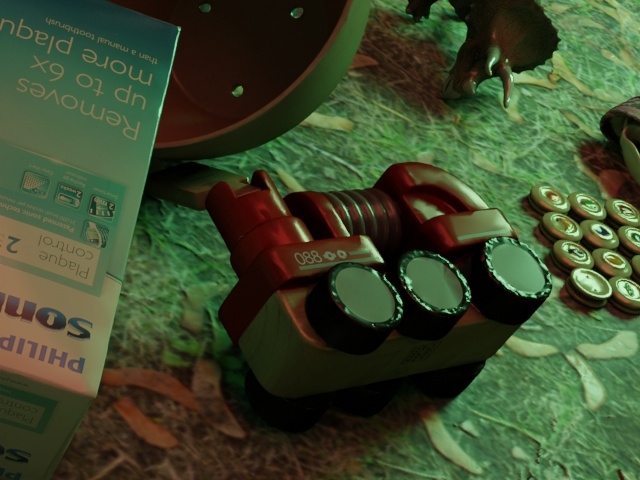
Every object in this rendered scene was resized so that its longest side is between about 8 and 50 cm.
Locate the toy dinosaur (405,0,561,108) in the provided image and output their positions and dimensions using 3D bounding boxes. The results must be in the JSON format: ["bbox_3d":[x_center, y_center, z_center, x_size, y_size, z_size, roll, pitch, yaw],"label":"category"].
[{"bbox_3d":[0.165,-0.269,1.676,0.121,0.313,0.160,12,-3,-38],"label":"toy dinosaur"}]

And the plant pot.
[{"bbox_3d":[-0.083,-0.179,1.378,0.284,0.284,0.191,41,0,20],"label":"plant pot"}]

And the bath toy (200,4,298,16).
[{"bbox_3d":[-0.167,-0.293,1.554,0.348,0.129,0.151,28,32,3],"label":"bath toy"}]

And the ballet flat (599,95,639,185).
[{"bbox_3d":[0.324,-0.049,1.619,0.079,0.077,0.221,-22,49,-26],"label":"ballet flat"}]

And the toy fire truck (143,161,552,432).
[{"bbox_3d":[0.000,0.000,1.283,0.217,0.158,0.246,-8,57,-40],"label":"toy fire truck"}]

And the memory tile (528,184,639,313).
[{"bbox_3d":[0.235,0.008,1.525,0.113,0.012,0.148,10,37,-22],"label":"memory tile"}]

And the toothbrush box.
[{"bbox_3d":[-0.224,-0.025,1.104,0.216,0.126,0.295,19,50,-12],"label":"toothbrush box"}]
